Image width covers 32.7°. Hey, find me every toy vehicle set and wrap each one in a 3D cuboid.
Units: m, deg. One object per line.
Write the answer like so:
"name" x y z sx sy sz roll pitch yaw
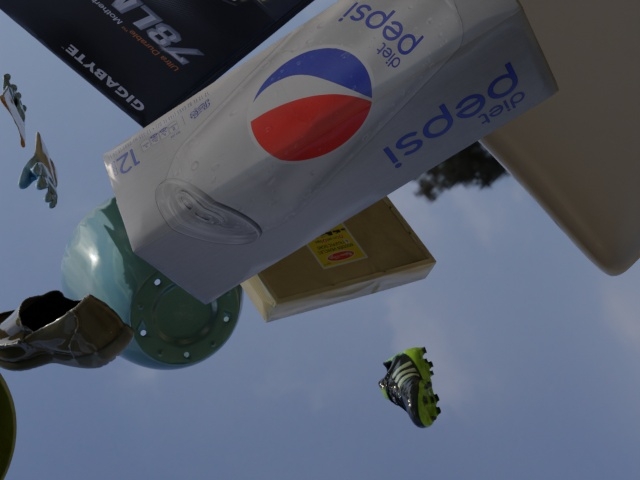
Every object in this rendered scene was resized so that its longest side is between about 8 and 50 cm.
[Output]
"toy vehicle set" 0.000 0.000 1.353 0.267 0.035 0.166 -13 -123 -39

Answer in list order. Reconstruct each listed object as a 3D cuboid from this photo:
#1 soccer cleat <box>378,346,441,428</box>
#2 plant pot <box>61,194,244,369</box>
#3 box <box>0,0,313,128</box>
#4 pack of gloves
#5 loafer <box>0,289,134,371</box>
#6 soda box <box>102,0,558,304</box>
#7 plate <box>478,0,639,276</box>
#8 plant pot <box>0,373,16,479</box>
"soccer cleat" 0.115 0.199 1.434 0.179 0.072 0.060 -84 -30 -69
"plant pot" -0.259 0.080 1.814 0.293 0.293 0.235 26 -176 -30
"box" -0.175 -0.266 0.958 0.295 0.293 0.073 42 -135 -20
"pack of gloves" -0.468 -0.152 1.703 0.232 0.046 0.195 -125 13 -67
"loafer" -0.326 0.096 1.302 0.094 0.251 0.087 -50 -57 -43
"soda box" 0.004 -0.077 0.721 0.098 0.286 0.091 47 -165 -54
"plate" 0.219 -0.151 0.873 0.278 0.277 0.045 46 165 6
"plant pot" -0.546 0.192 1.281 0.275 0.275 0.293 16 -176 -42
